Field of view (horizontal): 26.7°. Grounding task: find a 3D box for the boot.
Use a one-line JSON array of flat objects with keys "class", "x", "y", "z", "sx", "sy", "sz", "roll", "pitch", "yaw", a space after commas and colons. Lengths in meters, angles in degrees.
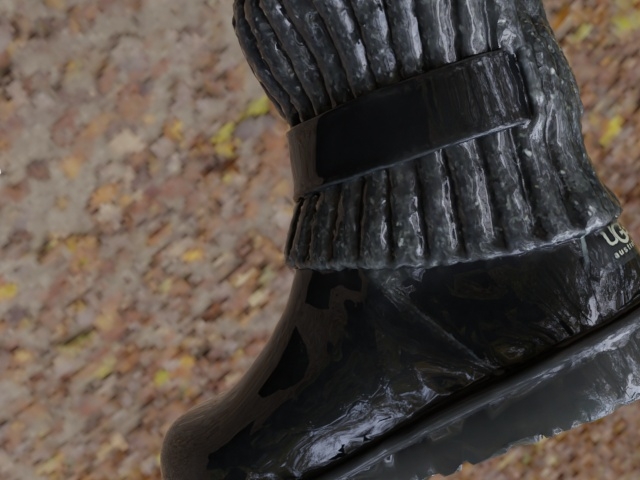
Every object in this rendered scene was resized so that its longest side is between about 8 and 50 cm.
[{"class": "boot", "x": 0.003, "y": -0.001, "z": 0.703, "sx": 0.348, "sy": 0.260, "sz": 0.131, "roll": -28, "pitch": 180, "yaw": 32}]
